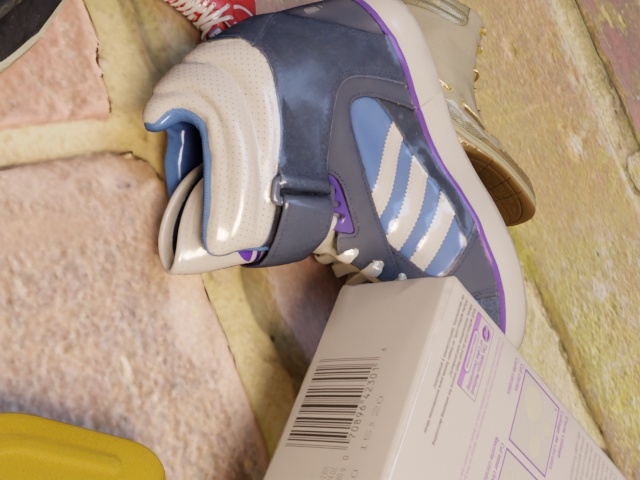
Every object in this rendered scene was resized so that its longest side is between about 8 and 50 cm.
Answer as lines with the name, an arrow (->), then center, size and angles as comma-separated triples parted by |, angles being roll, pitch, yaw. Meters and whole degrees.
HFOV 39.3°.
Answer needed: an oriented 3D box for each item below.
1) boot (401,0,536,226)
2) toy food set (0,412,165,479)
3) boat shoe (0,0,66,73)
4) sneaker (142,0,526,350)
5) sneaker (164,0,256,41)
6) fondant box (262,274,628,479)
boot -> 0.128, -0.126, 0.820 | 0.213, 0.077, 0.165 | 37, 49, -22
toy food set -> -0.160, 0.156, 0.444 | 0.218, 0.071, 0.128 | 27, 51, -36
boat shoe -> -0.173, -0.283, 0.557 | 0.187, 0.156, 0.500 | 41, 51, -25
sneaker -> 0.000, 0.000, 0.639 | 0.236, 0.130, 0.322 | -31, 108, -27
sneaker -> -0.092, -0.171, 0.661 | 0.118, 0.042, 0.067 | 7, 65, -43
fondant box -> 0.100, 0.214, 0.582 | 0.330, 0.096, 0.238 | 46, 53, -32
